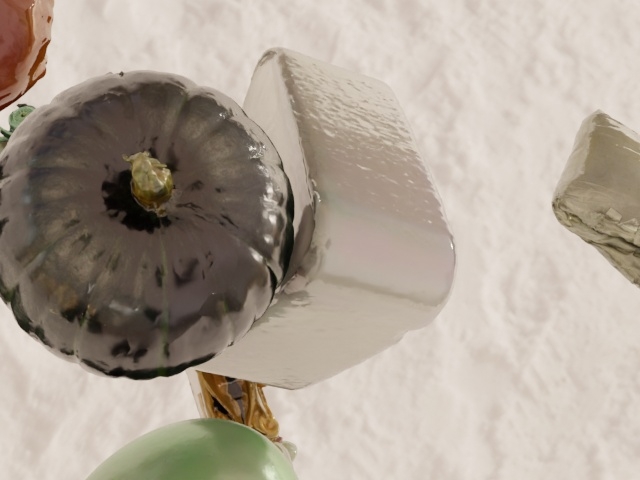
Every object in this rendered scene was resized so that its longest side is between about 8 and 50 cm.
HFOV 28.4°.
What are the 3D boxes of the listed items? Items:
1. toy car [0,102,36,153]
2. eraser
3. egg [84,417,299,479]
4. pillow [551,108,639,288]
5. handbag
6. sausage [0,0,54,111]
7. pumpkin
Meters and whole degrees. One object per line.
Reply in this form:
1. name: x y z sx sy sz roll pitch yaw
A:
1. toy car: -0.308 -0.073 1.144 0.143 0.073 0.054 -10 47 4
2. eraser: 0.000 0.000 1.172 0.150 0.331 0.331 16 62 -21
3. egg: -0.129 0.287 1.144 0.220 0.220 0.269 34 103 -5
4. pillow: 0.285 -0.044 1.164 0.134 0.078 0.181 33 38 0
5. handbag: -0.101 0.257 1.710 0.133 0.401 0.283 -14 29 -5
6. sausage: -0.238 -0.090 0.441 0.300 0.083 0.089 0 34 -29
7. pumpkin: -0.139 -0.018 0.982 0.250 0.216 0.249 3 73 -9
